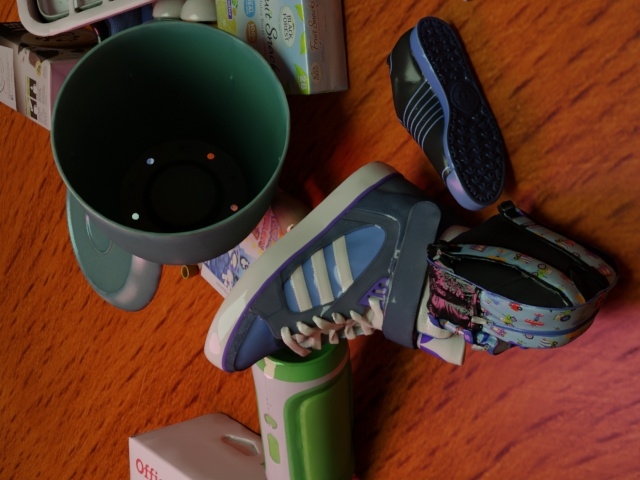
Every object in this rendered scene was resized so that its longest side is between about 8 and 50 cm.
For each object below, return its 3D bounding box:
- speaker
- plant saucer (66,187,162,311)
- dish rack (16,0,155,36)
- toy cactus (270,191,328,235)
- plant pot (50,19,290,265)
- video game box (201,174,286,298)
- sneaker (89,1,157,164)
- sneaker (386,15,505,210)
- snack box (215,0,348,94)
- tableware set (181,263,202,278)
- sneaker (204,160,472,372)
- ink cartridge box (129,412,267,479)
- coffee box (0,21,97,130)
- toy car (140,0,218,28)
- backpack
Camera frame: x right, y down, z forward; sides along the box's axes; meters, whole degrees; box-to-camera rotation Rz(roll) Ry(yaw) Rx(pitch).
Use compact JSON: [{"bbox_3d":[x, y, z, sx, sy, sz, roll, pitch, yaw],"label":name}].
[{"bbox_3d":[-0.020,0.220,1.666,0.131,0.131,0.296,45,151,39],"label":"speaker"},{"bbox_3d":[-0.367,-0.029,2.224,0.317,0.043,0.318,20,115,50],"label":"plant saucer"},{"bbox_3d":[-0.322,-0.474,1.892,0.285,0.072,0.333,-16,77,18],"label":"dish rack"},{"bbox_3d":[0.000,0.000,1.659,0.180,0.112,0.219,52,133,39],"label":"toy cactus"},{"bbox_3d":[-0.187,-0.099,1.674,0.235,0.293,0.293,97,150,-69],"label":"plant pot"},{"bbox_3d":[-0.096,0.008,1.844,0.187,0.048,0.205,38,128,40],"label":"video game box"},{"bbox_3d":[-0.295,-0.224,1.966,0.130,0.147,0.330,-24,79,61],"label":"sneaker"},{"bbox_3d":[0.137,-0.132,1.449,0.090,0.081,0.232,-40,60,55],"label":"sneaker"},{"bbox_3d":[-0.056,-0.280,1.683,0.207,0.070,0.174,7,105,53],"label":"snack box"},{"bbox_3d":[-0.230,-0.012,2.044,0.104,0.024,0.154,-48,61,47],"label":"tableware set"},{"bbox_3d":[0.048,0.087,1.468,0.236,0.323,0.130,43,178,22],"label":"sneaker"},{"bbox_3d":[-0.152,0.499,1.955,0.285,0.166,0.395,19,114,51],"label":"ink cartridge box"},{"bbox_3d":[-0.439,-0.282,2.143,0.297,0.168,0.119,28,121,48],"label":"coffee box"},{"bbox_3d":[-0.207,-0.271,1.843,0.182,0.136,0.159,17,114,52],"label":"toy car"},{"bbox_3d":[0.214,0.052,1.330,0.173,0.158,0.117,24,128,37],"label":"backpack"}]
